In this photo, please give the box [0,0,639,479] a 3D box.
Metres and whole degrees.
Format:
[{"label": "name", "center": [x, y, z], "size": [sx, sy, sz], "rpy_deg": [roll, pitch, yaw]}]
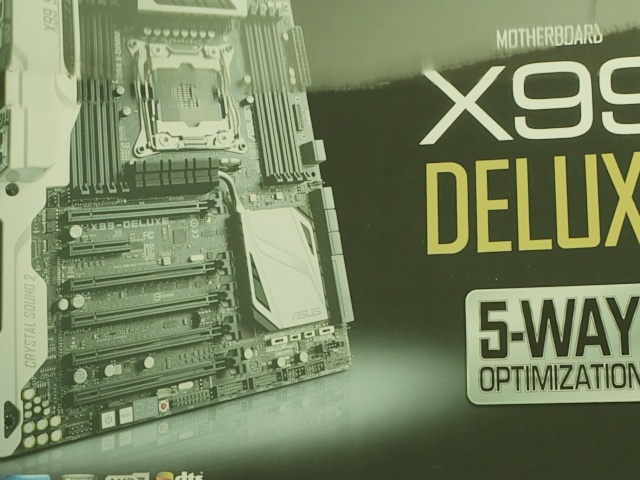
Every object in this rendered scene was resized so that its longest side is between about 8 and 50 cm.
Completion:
[{"label": "box", "center": [0.000, 0.000, 0.605], "size": [0.307, 0.076, 0.243], "rpy_deg": [-2, 73, 10]}]
